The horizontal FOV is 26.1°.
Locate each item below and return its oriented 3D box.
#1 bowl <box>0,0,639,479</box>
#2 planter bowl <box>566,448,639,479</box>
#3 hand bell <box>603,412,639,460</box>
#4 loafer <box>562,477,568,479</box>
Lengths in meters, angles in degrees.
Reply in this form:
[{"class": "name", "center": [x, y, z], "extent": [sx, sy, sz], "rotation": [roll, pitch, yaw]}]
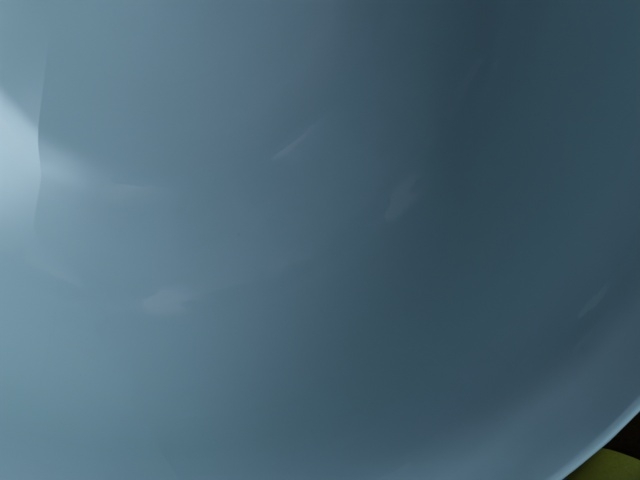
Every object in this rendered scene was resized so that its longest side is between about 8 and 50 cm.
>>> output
[{"class": "bowl", "center": [-0.028, -0.064, 0.363], "extent": [0.134, 0.298, 0.298], "rotation": [-133, -147, -64]}, {"class": "planter bowl", "center": [0.098, 0.040, 0.685], "extent": [0.090, 0.217, 0.217], "rotation": [23, 69, -22]}, {"class": "hand bell", "center": [0.092, 0.071, 0.562], "extent": [0.126, 0.242, 0.126], "rotation": [-17, 110, -61]}, {"class": "loafer", "center": [-0.036, 0.141, 0.437], "extent": [0.267, 0.096, 0.084], "rotation": [-41, 110, -14]}]
